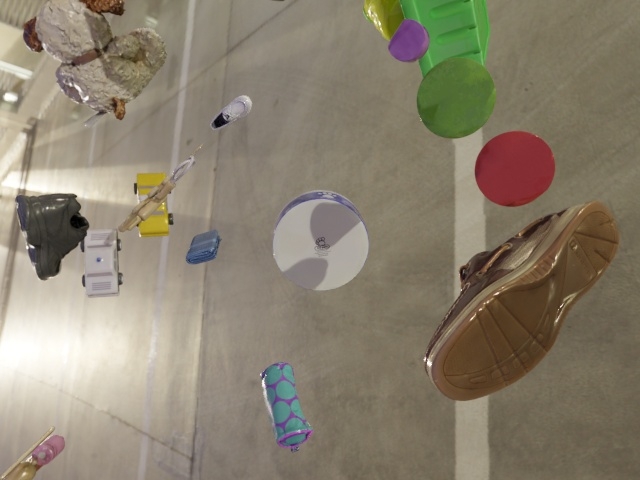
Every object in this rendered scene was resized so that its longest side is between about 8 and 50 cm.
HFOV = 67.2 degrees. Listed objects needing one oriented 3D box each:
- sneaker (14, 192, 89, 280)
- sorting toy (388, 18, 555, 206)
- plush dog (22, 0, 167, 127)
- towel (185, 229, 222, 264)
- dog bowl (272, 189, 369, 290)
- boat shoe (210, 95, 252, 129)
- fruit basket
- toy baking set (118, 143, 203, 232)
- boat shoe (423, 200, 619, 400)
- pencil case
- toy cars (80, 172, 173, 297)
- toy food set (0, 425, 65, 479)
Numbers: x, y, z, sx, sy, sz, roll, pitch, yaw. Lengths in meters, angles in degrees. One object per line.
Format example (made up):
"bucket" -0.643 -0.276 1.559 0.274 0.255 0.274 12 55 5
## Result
"sneaker" -0.581 -0.004 1.066 0.109 0.130 0.286 61 146 17
"sorting toy" 0.258 -0.224 0.832 0.127 0.126 0.366 -41 83 28
"plush dog" -0.475 -0.385 0.990 0.262 0.225 0.211 -22 47 7
"towel" -0.253 0.016 1.045 0.119 0.066 0.029 -105 -1 -66
"dog bowl" 0.000 0.000 1.329 0.104 0.264 0.265 -96 30 -72
"boat shoe" -0.304 -0.423 1.612 0.184 0.066 0.063 -13 30 37
"fruit basket" 0.268 -0.632 1.353 0.391 0.392 0.283 -15 50 47
"toy baking set" -0.358 -0.114 1.104 0.196 0.030 0.256 -25 25 54
"boat shoe" 0.251 0.069 0.648 0.342 0.123 0.123 -43 18 -16
"pencil case" -0.063 0.296 0.873 0.152 0.070 0.065 -115 37 -46
"toy cars" -0.523 -0.027 1.301 0.394 0.176 0.087 -55 5 -17
"toy food set" -0.281 0.223 0.462 0.019 0.078 0.122 42 131 -2
